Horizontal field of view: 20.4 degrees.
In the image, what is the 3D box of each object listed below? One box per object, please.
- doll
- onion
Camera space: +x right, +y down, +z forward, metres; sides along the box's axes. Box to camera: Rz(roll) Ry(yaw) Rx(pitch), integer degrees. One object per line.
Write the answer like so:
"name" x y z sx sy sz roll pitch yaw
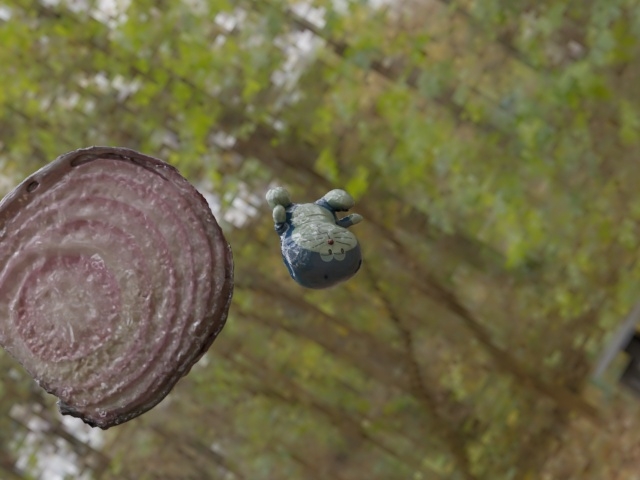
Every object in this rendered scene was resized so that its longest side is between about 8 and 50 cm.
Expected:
"doll" 0.000 0.000 1.349 0.050 0.076 0.083 106 153 -43
"onion" -0.199 0.036 1.736 0.247 0.250 0.111 -48 -12 6
